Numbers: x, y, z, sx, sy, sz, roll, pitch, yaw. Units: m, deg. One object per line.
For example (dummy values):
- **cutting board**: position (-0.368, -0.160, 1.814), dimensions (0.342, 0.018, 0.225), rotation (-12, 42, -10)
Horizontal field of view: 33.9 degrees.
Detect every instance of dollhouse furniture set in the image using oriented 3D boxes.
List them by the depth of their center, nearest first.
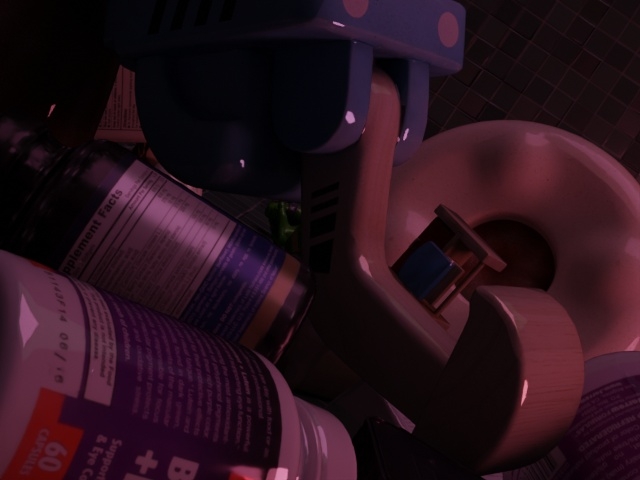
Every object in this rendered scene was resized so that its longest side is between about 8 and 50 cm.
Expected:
- **dollhouse furniture set**: position (0.033, 0.031, 0.909), dimensions (0.129, 0.183, 0.129), rotation (26, 19, -52)

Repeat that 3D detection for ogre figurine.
- **ogre figurine**: position (0.000, 0.000, 1.478), dimensions (0.118, 0.096, 0.197), rotation (10, 2, -27)

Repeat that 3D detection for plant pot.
- **plant pot**: position (-0.265, -0.188, 0.949), dimensions (0.215, 0.230, 0.215), rotation (33, 7, -5)

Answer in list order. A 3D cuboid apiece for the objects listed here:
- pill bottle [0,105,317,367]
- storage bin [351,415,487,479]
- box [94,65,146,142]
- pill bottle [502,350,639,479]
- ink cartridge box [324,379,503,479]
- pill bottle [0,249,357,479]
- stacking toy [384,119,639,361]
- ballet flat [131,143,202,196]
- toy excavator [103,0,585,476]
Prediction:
- **pill bottle**: position (-0.122, 0.014, 0.657), dimensions (0.219, 0.122, 0.123), rotation (33, 7, -6)
- **storage bin**: position (0.081, 0.186, 0.561), dimensions (0.180, 0.084, 0.122), rotation (32, 7, -8)
- **box**: position (-0.206, -0.187, 1.150), dimensions (0.232, 0.148, 0.127), rotation (0, 14, -21)
- **pill bottle**: position (0.247, 0.219, 0.669), dimensions (0.169, 0.169, 0.301), rotation (30, 18, -29)
- **ink cartridge box**: position (0.114, 0.209, 0.783), dimensions (0.181, 0.056, 0.224), rotation (23, 31, -57)
- **pill bottle**: position (-0.077, 0.084, 0.438), dimensions (0.193, 0.108, 0.108), rotation (27, 9, -40)
- **stacking toy**: position (0.232, 0.097, 1.321), dimensions (0.351, 0.350, 0.480), rotation (36, -11, 21)
- **ballet flat**: position (-0.171, -0.064, 1.146), dimensions (0.086, 0.086, 0.248), rotation (30, 8, -26)
- **toy excavator**: position (0.004, -0.075, 0.797), dimensions (0.433, 0.444, 0.222), rotation (3, -1, 43)
